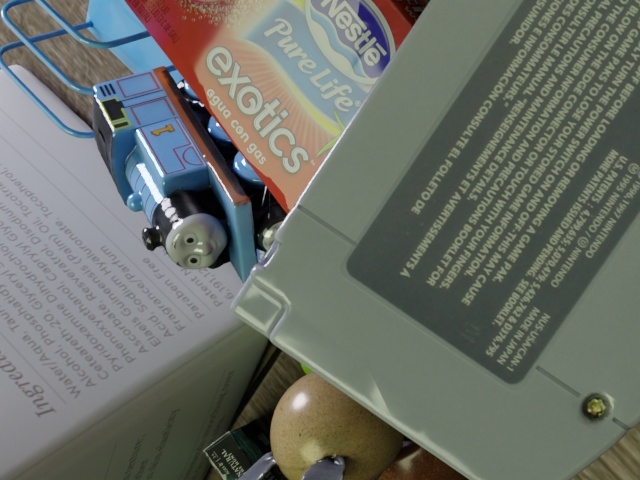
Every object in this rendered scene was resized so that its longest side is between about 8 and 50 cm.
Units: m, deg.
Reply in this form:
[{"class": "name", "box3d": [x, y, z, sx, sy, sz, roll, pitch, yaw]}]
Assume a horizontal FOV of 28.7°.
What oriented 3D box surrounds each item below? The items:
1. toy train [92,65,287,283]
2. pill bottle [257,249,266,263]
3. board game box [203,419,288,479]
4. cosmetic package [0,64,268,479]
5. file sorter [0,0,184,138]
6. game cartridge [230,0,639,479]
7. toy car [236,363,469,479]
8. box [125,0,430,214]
[{"class": "toy train", "box3d": [-0.077, -0.045, 0.795, 0.184, 0.105, 0.080, -123, 20, -45]}, {"class": "pill bottle", "box3d": [0.000, 0.000, 0.840, 0.137, 0.078, 0.078, 15, 123, 37]}, {"class": "board game box", "box3d": [-0.031, 0.196, 0.943, 0.126, 0.026, 0.186, 53, 179, 7]}, {"class": "cosmetic package", "box3d": [-0.308, 0.129, 0.976, 0.327, 0.394, 0.329, 43, 136, 16]}, {"class": "file sorter", "box3d": [-0.147, -0.172, 0.851, 0.118, 0.104, 0.170, 44, 137, 24]}, {"class": "game cartridge", "box3d": [0.117, -0.034, 0.587, 0.198, 0.062, 0.297, 34, 94, 3]}, {"class": "toy car", "box3d": [0.022, 0.137, 0.818, 0.155, 0.188, 0.149, -4, 110, 45]}, {"class": "box", "box3d": [0.014, -0.100, 0.706, 0.122, 0.128, 0.257, -40, 83, 22]}]
